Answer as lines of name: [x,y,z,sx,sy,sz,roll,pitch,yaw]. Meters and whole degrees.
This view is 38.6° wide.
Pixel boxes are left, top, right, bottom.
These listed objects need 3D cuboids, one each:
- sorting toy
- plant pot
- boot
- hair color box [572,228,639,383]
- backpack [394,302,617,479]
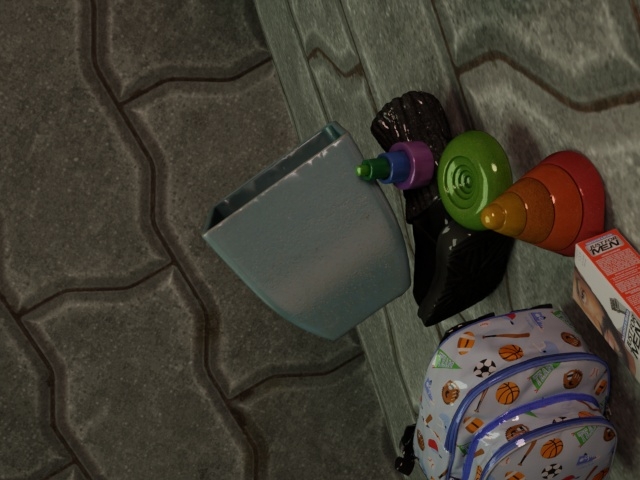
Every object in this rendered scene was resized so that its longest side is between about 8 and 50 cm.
sorting toy: [0.162,-0.062,1.100,0.366,0.126,0.127,24,119,55]
plant pot: [0.000,0.000,1.367,0.252,0.247,0.248,55,-177,-11]
boot: [0.174,-0.042,1.406,0.348,0.131,0.260,96,150,-59]
hair color box: [0.330,0.078,0.954,0.167,0.053,0.093,-117,10,-45]
backpack: [0.248,0.221,1.165,0.213,0.277,0.263,-129,27,-52]
